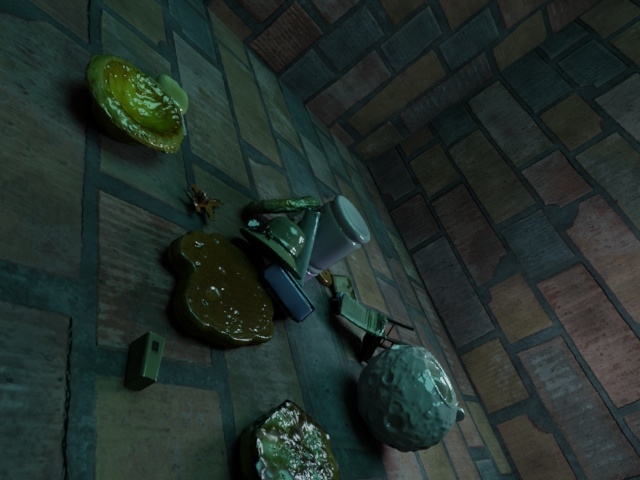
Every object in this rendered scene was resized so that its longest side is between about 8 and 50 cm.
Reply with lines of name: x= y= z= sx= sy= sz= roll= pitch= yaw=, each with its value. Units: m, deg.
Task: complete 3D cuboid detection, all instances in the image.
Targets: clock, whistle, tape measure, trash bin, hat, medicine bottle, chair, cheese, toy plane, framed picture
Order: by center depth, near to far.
trash bin: x=-0.337 y=0.233 z=0.839 sx=0.043 sy=0.060 sz=0.092 roll=40 pitch=29 yaw=-39
toy plane: x=-0.349 y=-0.114 z=1.352 sx=0.135 sy=0.062 sz=0.188 roll=59 pitch=6 yaw=6
clock: x=-0.109 y=0.158 z=1.364 sx=0.193 sy=0.073 sz=0.144 roll=54 pitch=-14 yaw=-6
hat: x=-0.124 y=-0.001 z=1.398 sx=0.257 sy=0.130 sz=0.257 roll=36 pitch=-13 yaw=10
whistle: x=-0.061 y=0.043 z=1.480 sx=0.062 sy=0.313 sz=0.062 roll=14 pitch=10 yaw=-2
cheese: x=-0.502 y=-0.461 z=1.523 sx=0.127 sy=0.050 sz=0.256 roll=26 pitch=37 yaw=-57
medicine bottle: x=0.000 y=0.000 z=1.594 sx=0.202 sy=0.315 sz=0.202 roll=48 pitch=21 yaw=-25
chair: x=0.191 y=0.366 z=1.712 sx=0.318 sy=0.186 sz=0.160 roll=24 pitch=28 yaw=-1
tape measure: x=0.082 y=0.255 z=1.767 sx=0.091 sy=0.054 sz=0.095 roll=14 pitch=64 yaw=-54
framed picture: x=0.107 y=0.217 z=1.905 sx=0.200 sy=0.010 sz=0.136 roll=15 pitch=61 yaw=-62

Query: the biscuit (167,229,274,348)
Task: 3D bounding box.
biscuit: x=-0.258 y=0.134 z=1.148 sx=0.359 sy=0.074 sz=0.381 roll=58 pitch=21 yaw=3

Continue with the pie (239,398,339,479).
pie: x=-0.058 y=0.523 z=0.980 sx=0.289 sy=0.102 sz=0.354 roll=59 pitch=16 yaw=6

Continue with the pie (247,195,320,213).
pie: x=-0.134 y=-0.127 z=1.587 sx=0.274 sy=0.273 sz=0.055 roll=-20 pitch=106 yaw=-70

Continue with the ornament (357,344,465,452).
ornament: x=0.276 y=0.524 z=1.454 sx=0.337 sy=0.337 sz=0.337 roll=47 pitch=22 yaw=-26

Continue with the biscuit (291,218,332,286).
biscuit: x=-0.041 y=0.047 z=1.827 sx=0.324 sy=0.049 sz=0.205 roll=60 pitch=19 yaw=4

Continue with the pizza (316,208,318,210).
pizza: x=0.007 y=-0.100 z=2.140 sx=0.193 sy=0.053 sz=0.201 roll=34 pitch=30 yaw=-47

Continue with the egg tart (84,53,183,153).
egg tart: x=-0.520 y=-0.354 z=1.207 sx=0.319 sy=0.128 sz=0.319 roll=48 pitch=24 yaw=-28

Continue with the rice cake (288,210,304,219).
rice cake: x=-0.075 y=-0.137 z=1.968 sx=0.040 sy=0.084 sz=0.226 roll=63 pitch=19 yaw=-4
